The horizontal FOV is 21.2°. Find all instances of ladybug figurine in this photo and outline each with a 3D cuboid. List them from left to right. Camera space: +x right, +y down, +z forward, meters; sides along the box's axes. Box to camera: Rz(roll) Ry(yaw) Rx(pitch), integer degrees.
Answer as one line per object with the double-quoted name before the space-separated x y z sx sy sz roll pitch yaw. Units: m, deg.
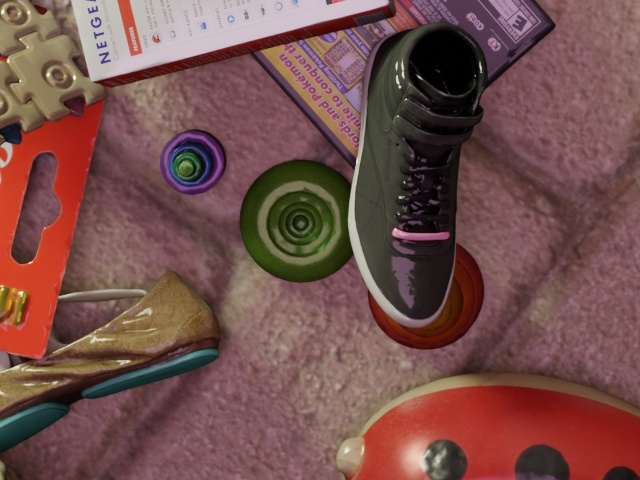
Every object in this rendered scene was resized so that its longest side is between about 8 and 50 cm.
"ladybug figurine" 0.227 0.298 1.717 0.449 0.162 0.305 17 98 0

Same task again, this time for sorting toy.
"sorting toy" 0.000 0.000 1.705 0.365 0.126 0.127 30 97 -3

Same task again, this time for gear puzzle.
"gear puzzle" -0.370 -0.236 1.683 0.175 0.044 0.339 -30 80 -38

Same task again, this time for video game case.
"video game case" 0.053 -0.236 1.719 0.248 0.035 0.275 -41 95 6

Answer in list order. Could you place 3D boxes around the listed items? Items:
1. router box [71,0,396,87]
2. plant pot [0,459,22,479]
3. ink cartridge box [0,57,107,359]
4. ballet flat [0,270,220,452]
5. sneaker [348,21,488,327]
"router box" -0.111 -0.347 1.657 0.301 0.082 0.335 -13 90 7
"plant pot" -0.402 0.381 1.691 0.305 0.334 0.334 -28 96 -5
"ink cartridge box" -0.432 -0.069 1.692 0.385 0.091 0.308 12 82 2
"ballet flat" -0.272 0.125 1.747 0.342 0.116 0.124 -24 76 4
"sneaker" 0.094 -0.071 1.607 0.105 0.147 0.295 3 80 -14
